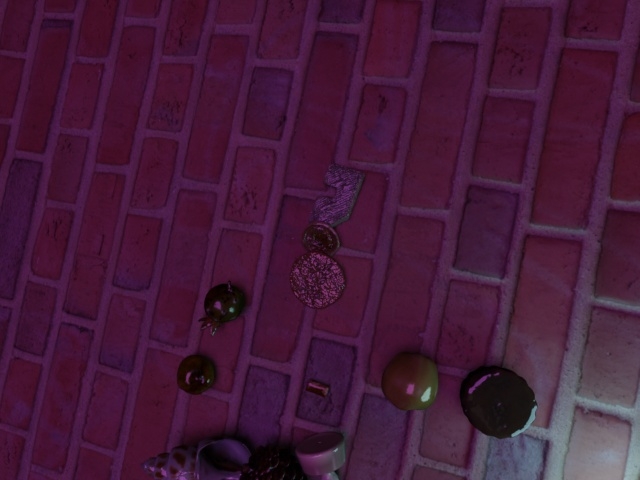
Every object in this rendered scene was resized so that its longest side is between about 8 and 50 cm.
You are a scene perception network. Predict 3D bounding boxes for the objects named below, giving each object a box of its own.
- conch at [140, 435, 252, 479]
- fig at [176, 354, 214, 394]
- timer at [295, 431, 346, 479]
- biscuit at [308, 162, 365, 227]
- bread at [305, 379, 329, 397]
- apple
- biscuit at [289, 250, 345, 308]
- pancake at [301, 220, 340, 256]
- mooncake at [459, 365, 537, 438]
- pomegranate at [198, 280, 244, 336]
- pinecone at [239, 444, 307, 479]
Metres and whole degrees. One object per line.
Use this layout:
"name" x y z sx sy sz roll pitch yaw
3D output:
"conch" -0.437 0.818 1.543 0.369 0.197 0.249 18 81 -30
"fig" -0.479 0.510 1.638 0.136 0.120 0.152 -9 60 -24
"timer" 0.029 0.828 1.482 0.176 0.175 0.265 -15 87 11
"biscuit" 0.058 -0.160 1.602 0.148 0.046 0.249 21 91 13
"bread" -0.011 0.542 1.575 0.084 0.036 0.046 17 98 12
"apple" 0.301 0.472 1.435 0.200 0.200 0.199 -1 86 13
"biscuit" -0.014 0.147 1.597 0.220 0.033 0.219 1 93 15
"pancake" 0.000 -0.001 1.594 0.152 0.025 0.151 3 107 12
"mooncake" 0.572 0.519 1.401 0.229 0.124 0.227 0 87 8
"pomegranate" -0.388 0.252 1.626 0.220 0.156 0.156 -34 79 18
"pinecone" -0.155 0.837 1.472 0.224 0.224 0.272 -45 104 6
